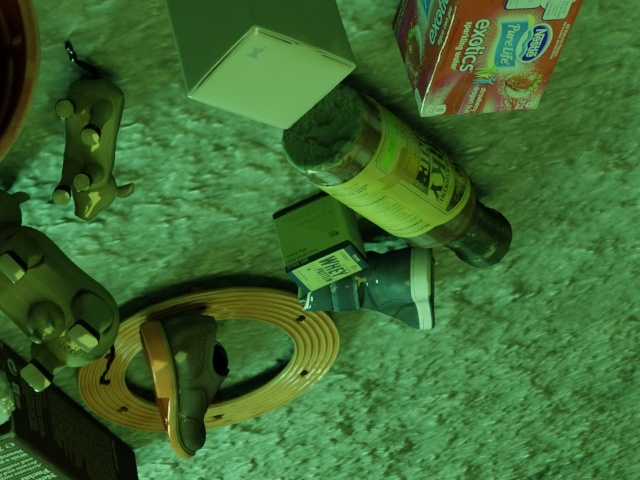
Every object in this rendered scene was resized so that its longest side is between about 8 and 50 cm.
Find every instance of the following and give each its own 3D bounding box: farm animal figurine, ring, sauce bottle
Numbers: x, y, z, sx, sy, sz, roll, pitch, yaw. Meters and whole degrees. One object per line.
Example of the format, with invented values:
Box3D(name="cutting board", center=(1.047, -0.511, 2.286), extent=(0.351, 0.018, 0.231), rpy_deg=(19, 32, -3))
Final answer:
Box3D(name="farm animal figurine", center=(-0.300, -0.001, 1.729), extent=(0.330, 0.172, 0.327), rpy_deg=(-24, 105, 13))
Box3D(name="ring", center=(-0.141, 0.148, 2.152), extent=(0.336, 0.032, 0.336), rpy_deg=(-10, 148, -6))
Box3D(name="sauce bottle", center=(0.097, -0.060, 1.865), extent=(0.111, 0.111, 0.344), rpy_deg=(-31, 146, 23))

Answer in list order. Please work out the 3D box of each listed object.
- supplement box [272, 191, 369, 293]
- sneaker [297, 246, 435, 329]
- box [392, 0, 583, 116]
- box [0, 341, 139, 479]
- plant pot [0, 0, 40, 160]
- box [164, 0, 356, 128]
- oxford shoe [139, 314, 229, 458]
Box3D(name="supplement box", center=(0.000, 0.000, 1.935), extent=(0.083, 0.083, 0.056), rpy_deg=(-24, 146, 14))
Box3D(name="sneaker", center=(0.058, 0.056, 2.050), extent=(0.163, 0.086, 0.226), rpy_deg=(-2, 162, 6))
Box3D(name="box", center=(0.164, -0.242, 1.600), extent=(0.128, 0.122, 0.257), rpy_deg=(-4, 146, -15))
Box3D(name="box", center=(-0.390, 0.291, 2.173), extent=(0.191, 0.143, 0.381), rpy_deg=(-22, 148, 11))
Box3D(name="plant pot", center=(-0.373, -0.131, 1.395), extent=(0.272, 0.272, 0.265), rpy_deg=(-6, 176, -13))
Box3D(name="box", center=(-0.068, -0.233, 1.383), extent=(0.113, 0.275, 0.094), rpy_deg=(17, 136, -39))
Box3D(name="oxford shoe", center=(-0.154, 0.183, 2.089), extent=(0.098, 0.097, 0.271), rpy_deg=(-16, 148, -8))
